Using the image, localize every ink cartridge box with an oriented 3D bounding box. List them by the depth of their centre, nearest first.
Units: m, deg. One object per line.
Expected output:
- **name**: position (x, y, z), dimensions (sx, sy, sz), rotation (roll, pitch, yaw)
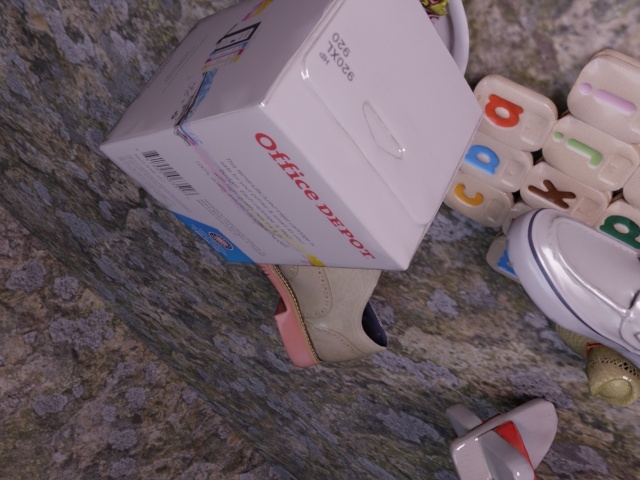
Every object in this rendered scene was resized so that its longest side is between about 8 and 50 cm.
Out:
- **ink cartridge box**: position (-0.024, -0.092, 0.532), dimensions (0.233, 0.168, 0.171), rotation (1, 144, 47)

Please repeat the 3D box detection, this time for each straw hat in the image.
- **straw hat**: position (0.294, 0.129, 0.643), dimensions (0.144, 0.061, 0.144), rotation (24, 156, 12)

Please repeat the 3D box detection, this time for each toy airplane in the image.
- **toy airplane**: position (0.294, 0.390, 0.863), dimensions (0.272, 0.386, 0.384), rotation (-2, 143, -12)

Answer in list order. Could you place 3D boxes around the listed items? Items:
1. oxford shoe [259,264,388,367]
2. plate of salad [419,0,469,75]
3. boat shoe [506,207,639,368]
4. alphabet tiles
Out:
- **oxford shoe**: position (0.000, 0.000, 0.818), dimensions (0.146, 0.140, 0.397), rotation (-5, 131, 13)
- **plate of salad**: position (0.032, -0.183, 0.557), dimensions (0.200, 0.048, 0.200), rotation (31, 150, 20)
- **boat shoe**: position (0.272, 0.056, 0.519), dimensions (0.267, 0.096, 0.088), rotation (40, 147, -6)
- **alphabet tiles**: position (0.242, -0.025, 0.554), dimensions (0.278, 0.021, 0.284), rotation (30, 150, 15)
